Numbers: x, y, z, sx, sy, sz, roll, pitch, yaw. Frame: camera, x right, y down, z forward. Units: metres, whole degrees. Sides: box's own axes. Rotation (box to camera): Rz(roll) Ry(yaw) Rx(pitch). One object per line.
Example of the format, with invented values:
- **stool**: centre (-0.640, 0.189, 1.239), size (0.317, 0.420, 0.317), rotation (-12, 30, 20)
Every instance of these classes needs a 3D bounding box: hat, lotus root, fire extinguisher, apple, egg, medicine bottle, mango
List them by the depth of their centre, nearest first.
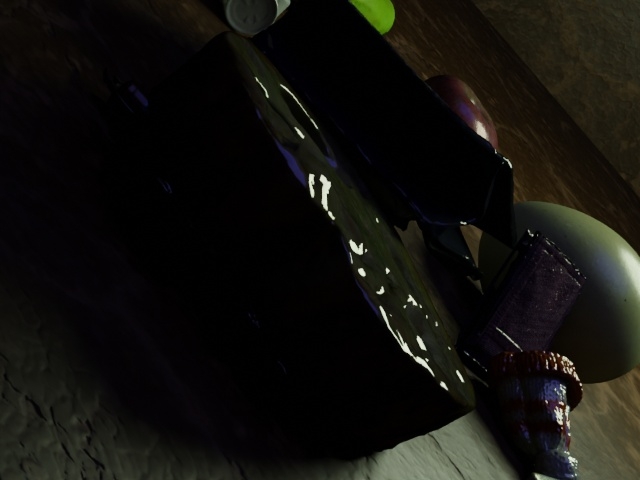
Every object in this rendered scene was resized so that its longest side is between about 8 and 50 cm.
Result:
- **lotus root**: centre (0.000, 0.000, 1.291), size (0.390, 0.111, 0.375), rotation (56, 10, -8)
- **fire extinguisher**: centre (-0.149, -0.098, 1.305), size (0.132, 0.039, 0.056), rotation (48, 9, -8)
- **hat**: centre (0.238, 0.203, 1.599), size (0.112, 0.093, 0.162), rotation (27, 46, -31)
- **egg**: centre (0.298, 0.060, 1.824), size (0.254, 0.188, 0.188), rotation (46, 16, 18)
- **medicine bottle**: centre (-0.093, -0.323, 1.832), size (0.119, 0.069, 0.183), rotation (40, 20, -30)
- **apple**: centre (0.172, -0.146, 2.043), size (0.153, 0.120, 0.153), rotation (51, 15, -19)
- **mango**: centre (0.027, -0.348, 2.107), size (0.233, 0.111, 0.125), rotation (12, 48, -60)

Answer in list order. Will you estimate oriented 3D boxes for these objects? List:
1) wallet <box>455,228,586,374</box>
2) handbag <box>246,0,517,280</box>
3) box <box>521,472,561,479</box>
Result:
- **wallet**: centre (0.230, 0.083, 1.679), size (0.111, 0.166, 0.030), rotation (38, -11, -30)
- **handbag**: centre (0.075, -0.103, 1.609), size (0.303, 0.122, 0.329), rotation (48, -2, 17)
- **box**: centre (0.296, 0.359, 1.457), size (0.211, 0.045, 0.270), rotation (25, 31, -54)
